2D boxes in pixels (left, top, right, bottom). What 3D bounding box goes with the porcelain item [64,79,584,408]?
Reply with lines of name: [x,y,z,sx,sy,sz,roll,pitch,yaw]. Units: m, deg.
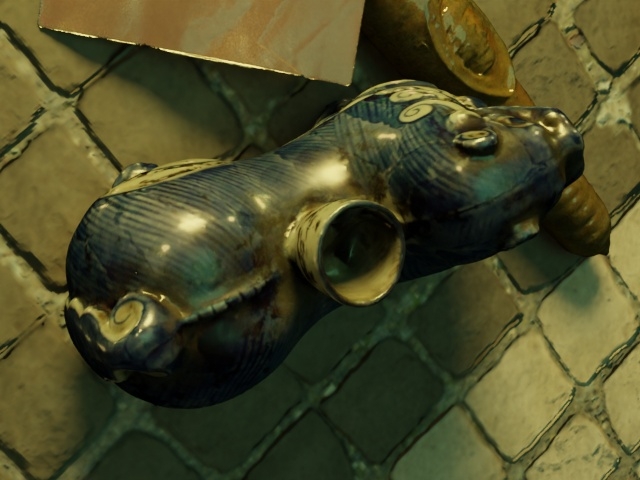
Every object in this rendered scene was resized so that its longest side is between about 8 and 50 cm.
porcelain item: [0.000,0.000,0.529,0.288,0.186,0.138,-24,106,-20]

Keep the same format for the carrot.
carrot: [0.111,-0.097,0.639,0.342,0.070,0.070,44,76,-23]

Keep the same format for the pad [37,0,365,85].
pad: [-0.063,-0.163,0.551,0.187,0.006,0.113,9,92,-7]
